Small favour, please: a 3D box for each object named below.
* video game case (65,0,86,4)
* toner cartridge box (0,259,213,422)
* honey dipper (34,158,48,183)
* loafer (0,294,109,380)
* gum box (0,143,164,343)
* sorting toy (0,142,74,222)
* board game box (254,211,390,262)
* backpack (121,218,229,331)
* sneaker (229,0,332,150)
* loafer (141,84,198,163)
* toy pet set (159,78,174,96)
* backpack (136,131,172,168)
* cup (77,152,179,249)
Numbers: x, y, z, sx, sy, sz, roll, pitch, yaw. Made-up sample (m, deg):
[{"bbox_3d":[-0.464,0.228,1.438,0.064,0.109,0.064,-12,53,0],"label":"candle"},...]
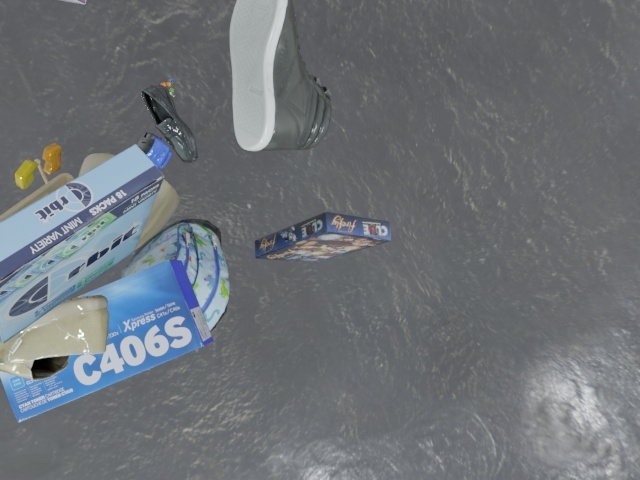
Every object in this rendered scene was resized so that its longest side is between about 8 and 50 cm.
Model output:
[{"bbox_3d":[-0.393,-0.308,0.556,0.211,0.232,0.041,17,98,18],"label":"video game case"},{"bbox_3d":[-0.385,0.173,0.987,0.348,0.075,0.165,-23,85,1],"label":"toner cartridge box"},{"bbox_3d":[-0.829,-0.183,1.693,0.031,0.160,0.030,1,47,-1],"label":"honey dipper"},{"bbox_3d":[-0.421,0.160,0.801,0.269,0.102,0.091,-23,80,12],"label":"loafer"},{"bbox_3d":[-0.228,0.009,0.500,0.041,0.184,0.157,49,57,-1],"label":"gum box"},{"bbox_3d":[-0.631,-0.055,1.241,0.041,0.229,0.307,30,132,6],"label":"sorting toy"},{"bbox_3d":[0.000,0.000,1.140,0.243,0.165,0.042,-19,70,50],"label":"board game box"},{"bbox_3d":[-0.363,0.112,1.405,0.290,0.273,0.355,-37,48,6],"label":"backpack"},{"bbox_3d":[-0.054,-0.273,0.869,0.105,0.147,0.295,-1,86,41],"label":"sneaker"},{"bbox_3d":[-0.399,-0.301,1.469,0.076,0.078,0.223,-22,99,33],"label":"loafer"},{"bbox_3d":[-0.482,-0.434,1.788,0.065,0.114,0.122,20,131,20],"label":"toy pet set"},{"bbox_3d":[-0.510,-0.273,1.722,0.101,0.120,0.097,28,89,-34],"label":"backpack"},{"bbox_3d":[-0.658,-0.088,1.819,0.332,0.331,0.236,12,65,11],"label":"cup"}]
